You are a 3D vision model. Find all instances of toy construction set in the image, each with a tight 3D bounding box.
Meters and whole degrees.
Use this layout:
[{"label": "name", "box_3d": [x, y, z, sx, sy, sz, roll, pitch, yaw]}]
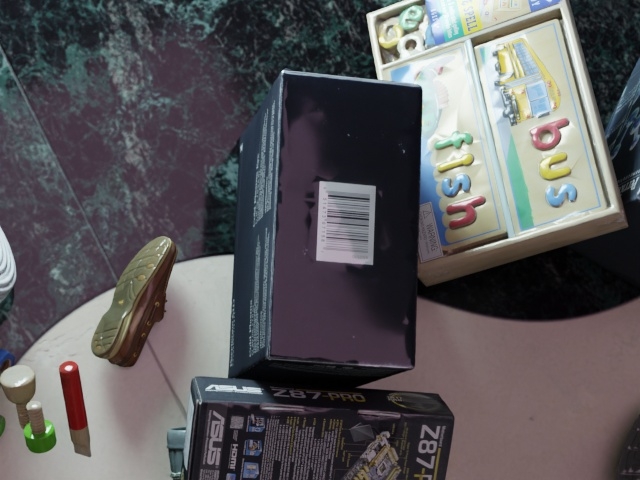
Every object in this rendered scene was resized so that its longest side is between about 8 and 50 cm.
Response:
[{"label": "toy construction set", "box_3d": [-0.428, 0.254, 1.759, 0.309, 0.257, 0.237, -2, 125, 3]}]

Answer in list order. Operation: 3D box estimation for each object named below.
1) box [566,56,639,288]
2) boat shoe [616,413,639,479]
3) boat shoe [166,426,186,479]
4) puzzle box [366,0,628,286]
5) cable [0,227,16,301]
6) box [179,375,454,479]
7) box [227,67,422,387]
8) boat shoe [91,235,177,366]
[{"label": "box", "box_3d": [0.528, -0.143, 1.978, 0.212, 0.293, 0.395, 29, 75, -6]}, {"label": "boat shoe", "box_3d": [0.450, 0.366, 1.980, 0.118, 0.103, 0.320, 9, 72, 10]}, {"label": "boat shoe", "box_3d": [-0.043, 0.239, 1.877, 0.319, 0.116, 0.099, -18, 88, -10]}, {"label": "puzzle box", "box_3d": [0.221, -0.163, 1.909, 0.272, 0.052, 0.409, -18, 62, 15]}, {"label": "cable", "box_3d": [-0.471, -0.011, 1.761, 0.089, 0.257, 0.257, -41, 97, 12]}, {"label": "box", "box_3d": [-0.022, 0.372, 1.795, 0.318, 0.097, 0.395, 5, 103, -10]}, {"label": "box", "box_3d": [0.000, 0.000, 1.826, 0.179, 0.312, 0.343, 5, 80, -12]}, {"label": "boat shoe", "box_3d": [-0.230, 0.080, 1.897, 0.060, 0.064, 0.178, 36, 74, -36]}]
